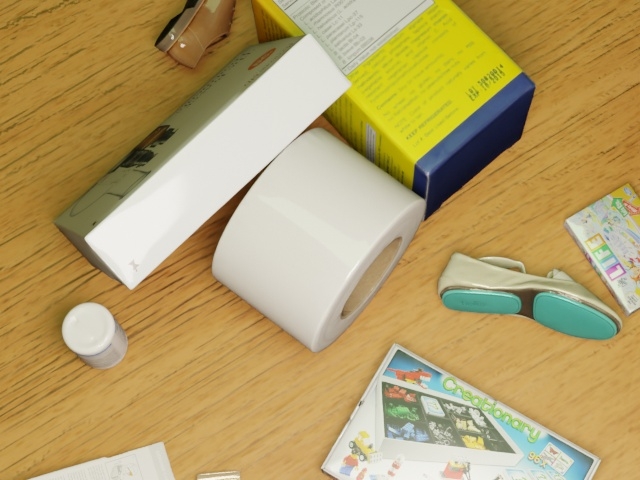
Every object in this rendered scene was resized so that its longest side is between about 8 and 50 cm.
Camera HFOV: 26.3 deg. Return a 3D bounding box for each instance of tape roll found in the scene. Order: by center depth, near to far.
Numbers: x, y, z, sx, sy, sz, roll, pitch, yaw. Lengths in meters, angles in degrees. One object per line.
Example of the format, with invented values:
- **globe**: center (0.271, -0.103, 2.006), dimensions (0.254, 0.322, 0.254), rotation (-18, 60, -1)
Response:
- **tape roll**: center (0.000, 0.000, 1.763), dimensions (0.169, 0.246, 0.246), rotation (35, 77, 13)

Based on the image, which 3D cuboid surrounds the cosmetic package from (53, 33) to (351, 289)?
- **cosmetic package**: center (-0.163, -0.108, 1.780), dimensions (0.377, 0.284, 0.097), rotation (-44, 108, -11)

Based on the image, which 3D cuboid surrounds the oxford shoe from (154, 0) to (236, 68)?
- **oxford shoe**: center (-0.152, -0.337, 1.977), dimensions (0.076, 0.076, 0.212), rotation (39, 74, -18)

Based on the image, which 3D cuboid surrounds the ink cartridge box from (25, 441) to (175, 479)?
- **ink cartridge box**: center (-0.287, 0.378, 1.769), dimensions (0.224, 0.056, 0.181), rotation (-14, 71, -21)

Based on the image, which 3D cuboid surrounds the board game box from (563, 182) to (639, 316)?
- **board game box**: center (0.416, 0.012, 1.853), dimensions (0.103, 0.026, 0.154), rotation (-31, 74, -7)

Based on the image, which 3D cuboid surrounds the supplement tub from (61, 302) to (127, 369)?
- **supplement tub**: center (-0.297, 0.127, 1.806), dimensions (0.071, 0.107, 0.071), rotation (-1, 72, 2)

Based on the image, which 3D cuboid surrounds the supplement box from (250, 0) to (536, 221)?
- **supplement box**: center (0.094, -0.237, 1.858), dimensions (0.194, 0.195, 0.356), rotation (-40, 76, -10)

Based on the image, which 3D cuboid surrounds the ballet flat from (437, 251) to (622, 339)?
- **ballet flat**: center (0.281, 0.066, 1.820), dimensions (0.248, 0.086, 0.086), rotation (12, 74, 7)

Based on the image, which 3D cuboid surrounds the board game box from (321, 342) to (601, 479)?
- **board game box**: center (0.180, 0.291, 1.762), dimensions (0.305, 0.053, 0.193), rotation (29, 77, 11)

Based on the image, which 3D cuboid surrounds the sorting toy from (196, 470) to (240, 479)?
- **sorting toy**: center (-0.144, 0.334, 1.781), dimensions (0.083, 0.012, 0.062), rotation (-4, 77, -7)
